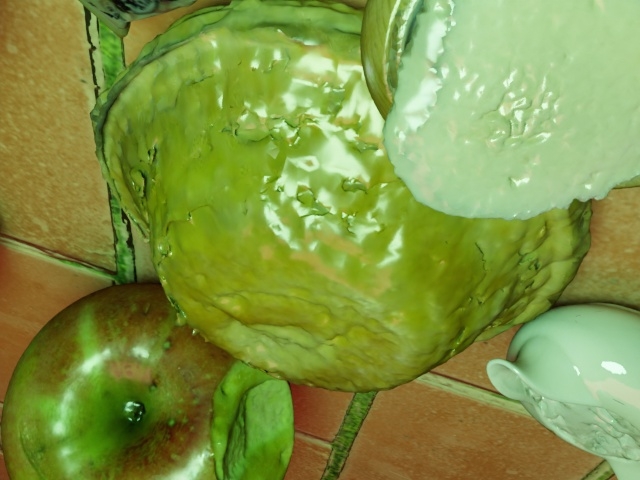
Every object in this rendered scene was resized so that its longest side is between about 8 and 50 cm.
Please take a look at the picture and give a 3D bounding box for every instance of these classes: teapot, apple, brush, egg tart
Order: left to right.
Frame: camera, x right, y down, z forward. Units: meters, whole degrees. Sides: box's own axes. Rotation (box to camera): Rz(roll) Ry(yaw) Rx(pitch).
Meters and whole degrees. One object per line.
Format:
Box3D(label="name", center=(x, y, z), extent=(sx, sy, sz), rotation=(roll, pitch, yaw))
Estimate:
Box3D(label="apple", center=(-0.195, 0.218, 1.064), extent=(0.339, 0.340, 0.340), rotation=(13, 147, 9))
Box3D(label="egg tart", center=(0.000, 0.000, 0.766), extent=(0.443, 0.178, 0.443), rotation=(12, 146, 8))
Box3D(label="brush", center=(0.156, -0.091, 0.527), extent=(0.266, 0.166, 0.174), rotation=(18, 113, -16))
Box3D(label="teapot", center=(0.283, 0.158, 0.869), extent=(0.298, 0.139, 0.204), rotation=(39, 152, -17))

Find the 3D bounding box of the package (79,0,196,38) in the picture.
Box3D(label="package", center=(-0.108, -0.226, 0.558), extent=(0.288, 0.108, 0.223), rotation=(-10, 140, 35))
